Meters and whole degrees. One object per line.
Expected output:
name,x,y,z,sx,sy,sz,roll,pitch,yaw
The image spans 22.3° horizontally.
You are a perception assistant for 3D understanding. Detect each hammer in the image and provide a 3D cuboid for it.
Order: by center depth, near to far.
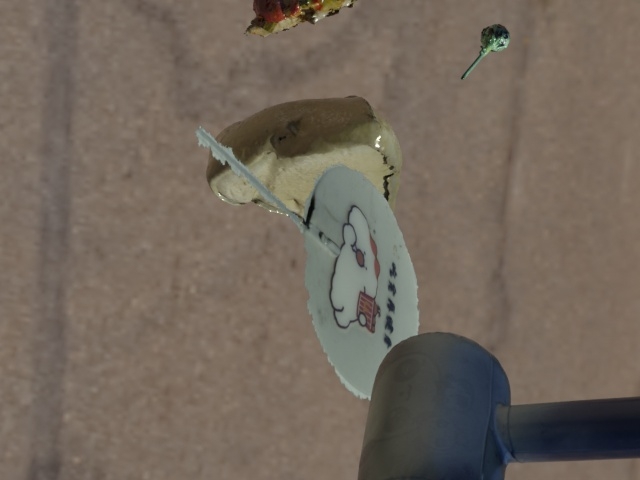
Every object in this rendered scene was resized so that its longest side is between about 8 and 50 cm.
hammer,0.114,0.092,0.753,0.116,0.194,0.069,-77,154,-45

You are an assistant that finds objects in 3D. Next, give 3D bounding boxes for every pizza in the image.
pizza,-0.011,-0.203,1.271,0.029,0.099,0.100,20,85,-55

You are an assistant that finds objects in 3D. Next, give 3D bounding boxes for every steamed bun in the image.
steamed bun,-0.017,-0.099,1.776,0.231,0.212,0.110,95,0,-63

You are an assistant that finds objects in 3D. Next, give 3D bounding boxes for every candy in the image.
candy,0.133,-0.155,1.350,0.025,0.023,0.083,43,49,-2

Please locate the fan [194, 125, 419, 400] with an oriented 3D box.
fan,0.001,0.000,1.226,0.329,0.009,0.190,44,44,-45
